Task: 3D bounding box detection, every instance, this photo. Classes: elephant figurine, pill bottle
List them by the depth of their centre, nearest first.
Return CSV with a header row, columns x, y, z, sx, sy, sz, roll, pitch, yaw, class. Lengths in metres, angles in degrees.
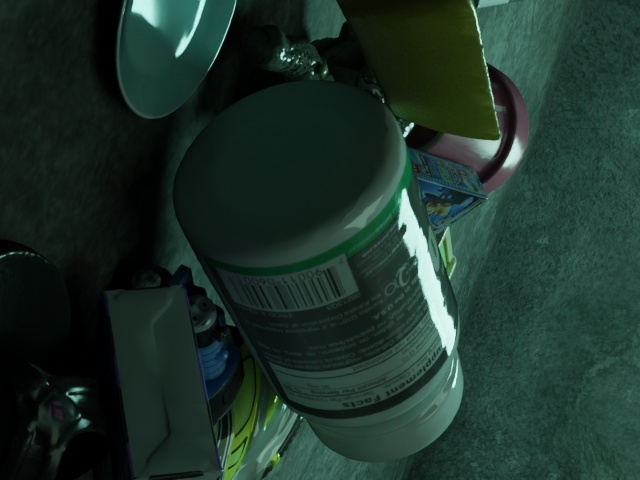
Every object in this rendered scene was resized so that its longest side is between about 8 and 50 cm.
x,y,z,sx,sy,sz,roll,pitch,yaw,class
0.017,0.045,1.064,0.204,0.204,0.361,-60,147,-30,pill bottle
-0.007,-0.129,1.142,0.169,0.186,0.239,-25,-174,43,elephant figurine

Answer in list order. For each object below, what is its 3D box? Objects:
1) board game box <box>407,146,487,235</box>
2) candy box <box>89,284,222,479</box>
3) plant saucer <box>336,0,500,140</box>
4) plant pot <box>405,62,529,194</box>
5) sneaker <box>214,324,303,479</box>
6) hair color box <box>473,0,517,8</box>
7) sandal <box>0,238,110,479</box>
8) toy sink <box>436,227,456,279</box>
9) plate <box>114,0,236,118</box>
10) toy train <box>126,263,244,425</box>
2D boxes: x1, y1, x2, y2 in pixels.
x,y,z,sx,sy,sz,roll,pitch,yaw,class
0.080,-0.053,1.463,0.194,0.060,0.194,-36,141,23,board game box
-0.143,0.159,0.926,0.196,0.070,0.164,112,-31,-50,candy box
0.028,-0.248,0.906,0.081,0.332,0.333,-26,164,6,plant saucer
0.160,-0.163,1.553,0.180,0.201,0.201,8,103,-58,plant pot
-0.162,0.252,1.150,0.384,0.145,0.147,-61,139,-28,sneaker
0.235,-0.422,1.579,0.347,0.105,0.173,-32,137,-64,hair color box
-0.216,0.175,0.855,0.167,0.107,0.445,-53,159,-43,sandal
0.131,0.058,1.813,0.152,0.131,0.234,-64,164,-15,toy sink
-0.114,-0.186,0.884,0.188,0.024,0.188,-57,160,-35,plate
-0.129,0.094,1.046,0.184,0.105,0.080,90,26,-53,toy train
